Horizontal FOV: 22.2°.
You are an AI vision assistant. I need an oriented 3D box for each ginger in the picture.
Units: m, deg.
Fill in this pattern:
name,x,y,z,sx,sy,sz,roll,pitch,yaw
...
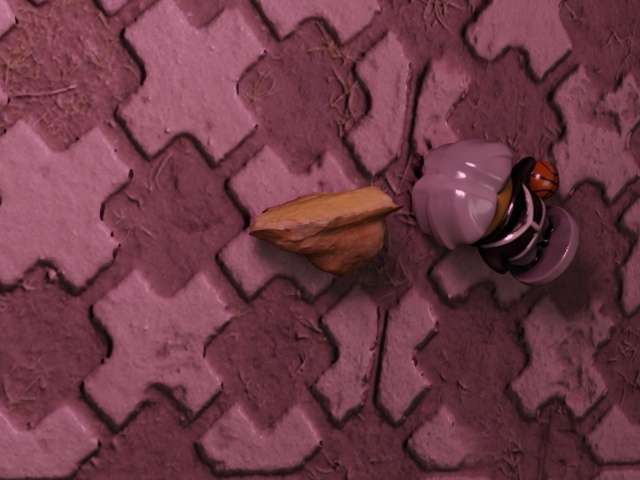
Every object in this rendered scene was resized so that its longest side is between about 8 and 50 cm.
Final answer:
name,x,y,z,sx,sy,sz,roll,pitch,yaw
ginger,-0.003,-0.001,2.058,0.193,0.115,0.122,-9,121,-20

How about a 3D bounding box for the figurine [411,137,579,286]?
name,x,y,z,sx,sy,sz,roll,pitch,yaw
figurine,0.235,-0.049,2.185,0.236,0.133,0.176,29,74,-36
